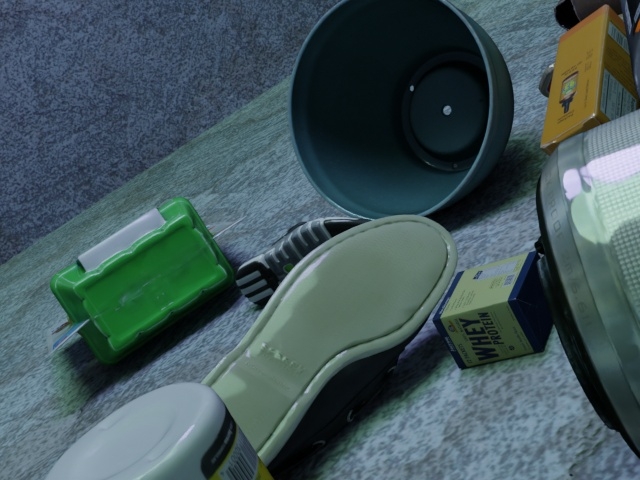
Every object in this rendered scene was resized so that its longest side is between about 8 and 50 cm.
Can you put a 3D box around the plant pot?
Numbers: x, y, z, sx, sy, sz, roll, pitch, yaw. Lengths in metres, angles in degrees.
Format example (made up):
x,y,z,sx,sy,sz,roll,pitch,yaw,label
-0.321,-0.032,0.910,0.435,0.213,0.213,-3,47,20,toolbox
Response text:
x,y,z,sx,sy,sz,roll,pitch,yaw,label
0.132,-0.171,1.292,0.293,0.293,0.196,-18,-7,35,plant pot

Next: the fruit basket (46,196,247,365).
x,y,z,sx,sy,sz,roll,pitch,yaw,label
-0.278,0.049,1.484,0.327,0.165,0.353,-34,14,-12,fruit basket

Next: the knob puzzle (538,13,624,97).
x,y,z,sx,sy,sz,roll,pitch,yaw,label
0.381,-0.246,1.363,0.213,0.030,0.213,-29,-13,-8,knob puzzle

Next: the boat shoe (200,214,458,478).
x,y,z,sx,sy,sz,roll,pitch,yaw,label
0.002,0.112,0.920,0.340,0.127,0.113,-48,-21,-27,boat shoe

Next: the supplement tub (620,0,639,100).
x,y,z,sx,sy,sz,roll,pitch,yaw,label
0.405,-0.209,0.962,0.207,0.207,0.338,-23,25,24,supplement tub

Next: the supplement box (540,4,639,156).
x,y,z,sx,sy,sz,roll,pitch,yaw,label
0.320,-0.174,1.155,0.078,0.080,0.233,-34,23,42,supplement box

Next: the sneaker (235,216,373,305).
x,y,z,sx,sy,sz,roll,pitch,yaw,label
0.000,0.000,1.289,0.229,0.086,0.132,-20,17,33,sneaker

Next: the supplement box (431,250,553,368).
x,y,z,sx,sy,sz,roll,pitch,yaw,label
0.158,0.061,0.882,0.083,0.056,0.083,-18,20,34,supplement box

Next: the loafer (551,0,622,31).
x,y,z,sx,sy,sz,roll,pitch,yaw,label
0.461,-0.359,1.508,0.130,0.134,0.366,-35,7,-1,loafer

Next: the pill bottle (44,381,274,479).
x,y,z,sx,sy,sz,roll,pitch,yaw,label
-0.062,0.199,0.587,0.119,0.208,0.119,-27,17,9,pill bottle

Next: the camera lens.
x,y,z,sx,sy,sz,roll,pitch,yaw,label
0.278,0.003,0.564,0.274,0.219,0.219,-23,18,23,camera lens
